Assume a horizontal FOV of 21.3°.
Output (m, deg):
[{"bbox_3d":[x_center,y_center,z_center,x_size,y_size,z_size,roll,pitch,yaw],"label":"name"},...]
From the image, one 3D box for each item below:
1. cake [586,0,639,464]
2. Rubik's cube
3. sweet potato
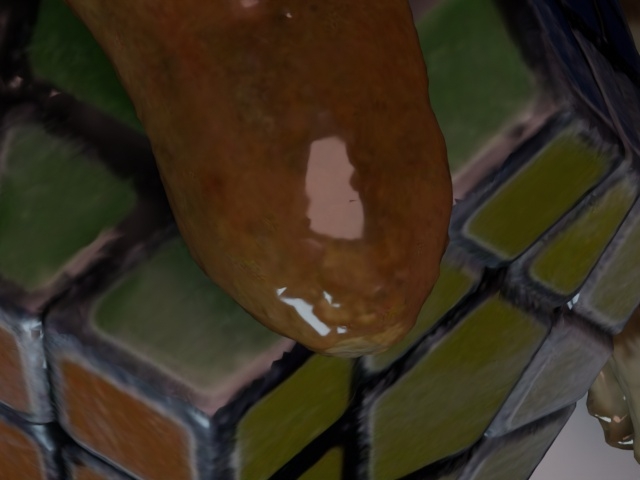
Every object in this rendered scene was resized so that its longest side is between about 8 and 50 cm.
[{"bbox_3d":[0.235,-0.060,0.626,0.255,0.282,0.290,-23,98,-22],"label":"cake"},{"bbox_3d":[-0.044,-0.035,0.536,0.264,0.319,0.319,-26,106,20],"label":"Rubik's cube"},{"bbox_3d":[-0.069,-0.136,0.368,0.354,0.106,0.095,53,34,14],"label":"sweet potato"}]
